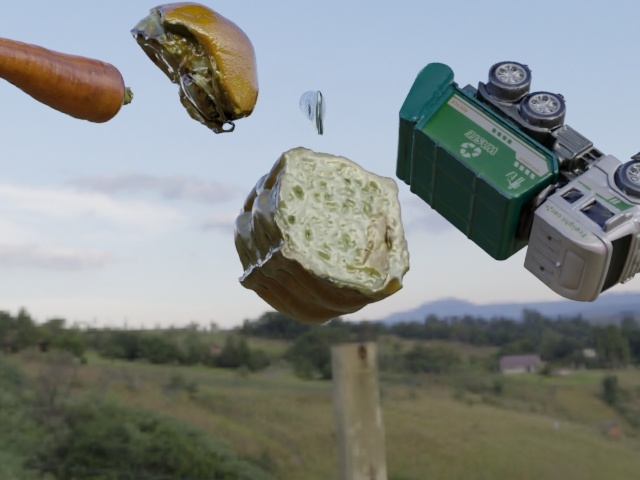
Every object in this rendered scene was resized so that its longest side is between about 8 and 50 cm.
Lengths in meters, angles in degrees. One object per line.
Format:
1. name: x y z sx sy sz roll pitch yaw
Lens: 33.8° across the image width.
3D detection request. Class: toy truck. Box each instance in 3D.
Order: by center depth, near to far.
1. toy truck: 0.170 -0.056 0.901 0.124 0.253 0.114 -31 -35 -23

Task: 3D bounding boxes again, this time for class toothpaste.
1. toothpaste: -0.008 -0.178 1.406 0.036 0.056 0.205 -4 12 -3

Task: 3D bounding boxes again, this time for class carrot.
1. carrot: -0.259 -0.149 0.938 0.061 0.061 0.256 -6 -7 29

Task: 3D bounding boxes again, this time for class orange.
1. orange: -0.133 -0.208 1.217 0.112 0.160 0.170 -34 -37 -18

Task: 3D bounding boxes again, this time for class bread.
1. bread: -0.006 -0.003 1.440 0.196 0.239 0.252 -5 -18 -16
